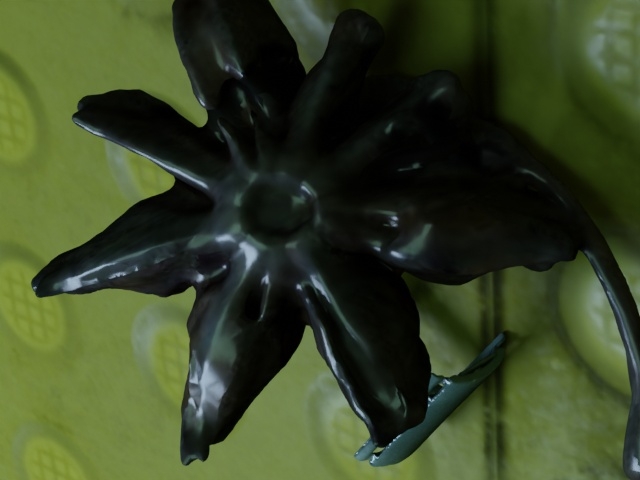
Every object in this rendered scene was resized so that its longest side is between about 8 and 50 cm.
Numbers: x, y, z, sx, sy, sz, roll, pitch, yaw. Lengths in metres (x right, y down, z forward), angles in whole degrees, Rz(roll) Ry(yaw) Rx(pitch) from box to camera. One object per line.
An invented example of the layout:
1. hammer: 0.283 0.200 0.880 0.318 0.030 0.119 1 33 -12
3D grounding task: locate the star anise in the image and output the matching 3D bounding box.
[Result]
1. star anise: 0.000 0.000 1.044 0.316 0.139 0.359 -19 89 19

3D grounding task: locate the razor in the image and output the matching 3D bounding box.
1. razor: 0.007 0.016 1.141 0.232 0.068 0.106 53 138 13
